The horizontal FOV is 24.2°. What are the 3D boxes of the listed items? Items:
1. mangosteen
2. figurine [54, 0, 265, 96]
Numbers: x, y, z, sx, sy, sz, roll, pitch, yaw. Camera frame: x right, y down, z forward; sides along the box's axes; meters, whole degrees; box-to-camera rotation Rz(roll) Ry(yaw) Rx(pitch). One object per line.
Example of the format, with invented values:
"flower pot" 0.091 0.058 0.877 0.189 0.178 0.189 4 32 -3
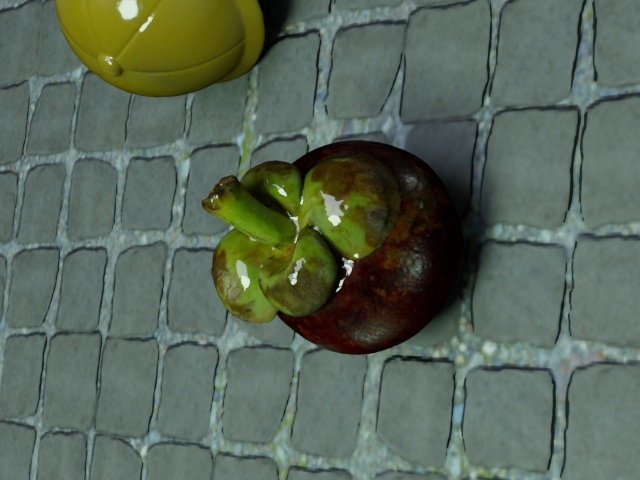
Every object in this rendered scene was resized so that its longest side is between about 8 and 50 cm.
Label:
"mangosteen" 0.010 0.007 0.995 0.146 0.181 0.156 40 108 23
"figurine" -0.127 -0.243 1.208 0.192 0.167 0.256 -16 67 58
